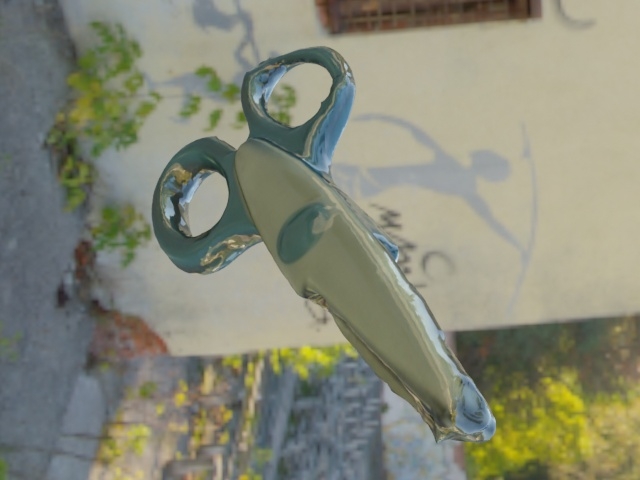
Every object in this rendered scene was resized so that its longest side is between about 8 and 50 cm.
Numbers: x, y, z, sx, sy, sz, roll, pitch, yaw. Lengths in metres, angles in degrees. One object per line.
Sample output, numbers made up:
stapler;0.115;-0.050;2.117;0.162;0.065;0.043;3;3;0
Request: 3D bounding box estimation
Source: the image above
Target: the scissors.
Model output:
scissors;0.000;0.000;0.528;0.041;0.138;0.289;38;7;-35
